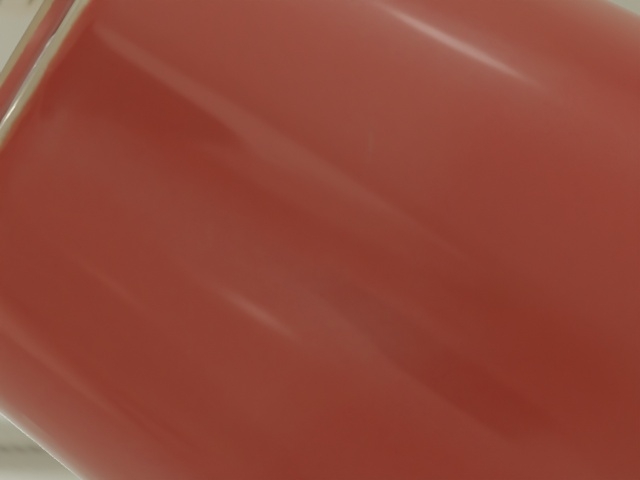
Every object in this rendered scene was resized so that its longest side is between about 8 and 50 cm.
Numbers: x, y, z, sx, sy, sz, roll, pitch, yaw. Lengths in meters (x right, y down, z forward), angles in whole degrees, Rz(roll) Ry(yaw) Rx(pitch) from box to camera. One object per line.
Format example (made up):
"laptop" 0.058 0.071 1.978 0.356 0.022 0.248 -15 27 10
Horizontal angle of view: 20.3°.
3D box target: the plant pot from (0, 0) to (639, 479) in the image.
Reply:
"plant pot" 0.000 0.000 0.628 0.243 0.275 0.275 30 -46 -14
